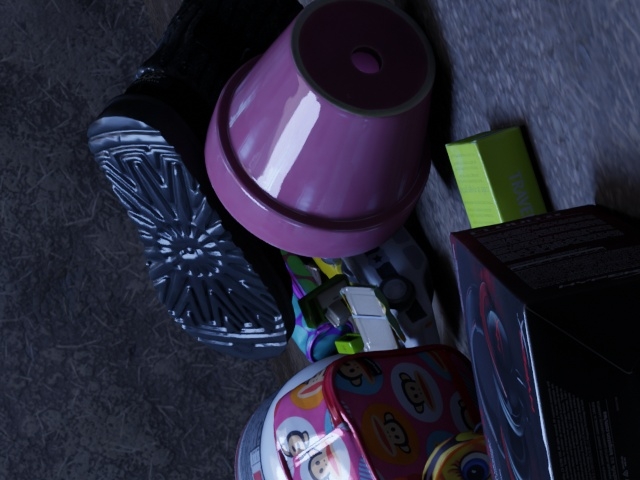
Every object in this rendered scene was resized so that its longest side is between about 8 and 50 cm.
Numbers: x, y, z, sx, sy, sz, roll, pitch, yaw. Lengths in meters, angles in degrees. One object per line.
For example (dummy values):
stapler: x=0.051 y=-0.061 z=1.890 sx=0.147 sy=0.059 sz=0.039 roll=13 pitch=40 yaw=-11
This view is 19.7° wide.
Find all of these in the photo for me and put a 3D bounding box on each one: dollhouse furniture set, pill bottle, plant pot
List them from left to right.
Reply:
plant pot: x=0.013 y=-0.113 z=1.606 sx=0.180 sy=0.201 sz=0.201 roll=116 pitch=136 yaw=-56
pill bottle: x=0.029 y=0.234 z=2.005 sx=0.363 sy=0.210 sz=0.210 roll=128 pitch=122 yaw=-75
dollhouse furniture set: x=0.045 y=0.068 z=1.817 sx=0.152 sy=0.058 sz=0.076 roll=0 pitch=116 yaw=57

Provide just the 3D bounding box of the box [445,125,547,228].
box: x=0.151 y=0.003 z=1.420 sx=0.109 sy=0.042 sz=0.178 roll=-171 pitch=62 yaw=-81

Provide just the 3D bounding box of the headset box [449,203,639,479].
headset box: x=0.167 y=0.104 z=1.169 sx=0.293 sy=0.110 sz=0.218 roll=-119 pitch=18 yaw=-79

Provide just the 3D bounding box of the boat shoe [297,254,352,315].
boat shoe: x=-0.001 y=-0.006 z=2.185 sx=0.257 sy=0.095 sz=0.095 roll=-119 pitch=13 yaw=-49

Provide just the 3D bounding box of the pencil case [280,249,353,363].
pencil case: x=-0.025 y=0.066 z=2.069 sx=0.151 sy=0.064 sz=0.070 roll=52 pitch=167 yaw=34

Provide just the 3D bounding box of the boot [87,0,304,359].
boot: x=-0.074 y=-0.079 z=1.809 sx=0.260 sy=0.131 sz=0.348 roll=-60 pitch=-39 yaw=-40

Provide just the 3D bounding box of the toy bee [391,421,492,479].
toy bee: x=0.145 y=0.218 z=1.536 sx=0.195 sy=0.162 sz=0.298 roll=89 pitch=160 yaw=-70

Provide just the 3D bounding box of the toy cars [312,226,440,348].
toy cars: x=0.048 y=0.005 z=1.960 sx=0.176 sy=0.087 sz=0.394 roll=61 pitch=171 yaw=-19

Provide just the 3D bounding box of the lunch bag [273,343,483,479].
lunch bag: x=0.106 y=0.243 z=1.701 sx=0.120 sy=0.258 sz=0.293 roll=-37 pitch=69 yaw=35
